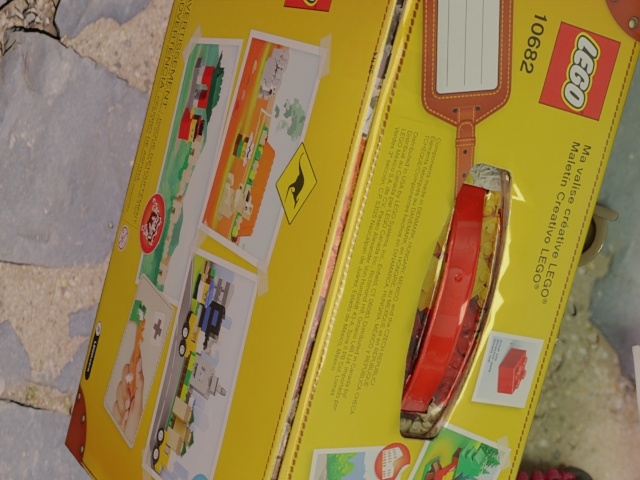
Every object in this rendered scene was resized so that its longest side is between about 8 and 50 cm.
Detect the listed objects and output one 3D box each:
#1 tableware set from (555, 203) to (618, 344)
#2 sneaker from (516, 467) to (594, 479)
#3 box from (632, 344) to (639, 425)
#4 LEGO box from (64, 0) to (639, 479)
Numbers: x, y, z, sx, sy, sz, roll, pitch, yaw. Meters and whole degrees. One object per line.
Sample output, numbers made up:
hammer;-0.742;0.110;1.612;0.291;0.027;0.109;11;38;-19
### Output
tableware set;0.149;0.010;0.938;0.141;0.020;0.169;32;99;38
sneaker;0.144;0.200;0.887;0.119;0.047;0.057;1;102;8
box;0.295;0.176;0.778;0.159;0.044;0.233;-11;77;41
LEGO box;0.000;0.000;0.903;0.372;0.193;0.500;26;103;59
